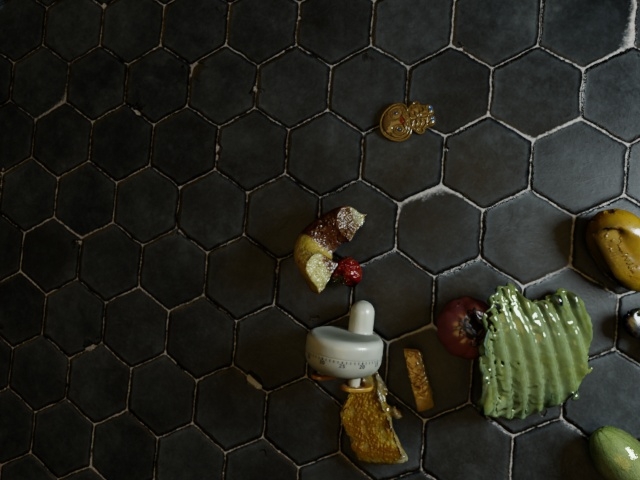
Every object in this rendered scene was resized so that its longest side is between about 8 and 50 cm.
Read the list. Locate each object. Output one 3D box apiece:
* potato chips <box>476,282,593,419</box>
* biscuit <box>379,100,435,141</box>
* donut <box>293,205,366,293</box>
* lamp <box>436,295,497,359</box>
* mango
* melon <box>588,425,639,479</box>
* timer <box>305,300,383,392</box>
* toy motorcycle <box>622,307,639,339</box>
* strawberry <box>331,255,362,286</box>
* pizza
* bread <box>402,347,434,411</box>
[{"bbox_3d":[0.579,0.320,1.333,0.372,0.097,0.390,6,91,-16],"label":"potato chips"},{"bbox_3d":[0.270,-0.379,1.508,0.174,0.026,0.124,-13,85,12],"label":"biscuit"},{"bbox_3d":[0.000,0.000,1.486,0.151,0.112,0.295,18,67,43],"label":"donut"},{"bbox_3d":[0.422,0.253,1.390,0.181,0.140,0.182,1,82,-6],"label":"lamp"},{"bbox_3d":[0.831,0.023,1.298,0.151,0.156,0.249,-29,80,-27],"label":"mango"},{"bbox_3d":[0.805,0.590,1.277,0.139,0.139,0.192,-36,76,9],"label":"melon"},{"bbox_3d":[0.073,0.300,1.415,0.233,0.233,0.240,7,92,13],"label":"timer"},{"bbox_3d":[1.028,0.216,1.250,0.400,0.134,0.207,-25,82,12],"label":"toy motorcycle"},{"bbox_3d":[0.084,0.095,1.493,0.106,0.106,0.106,-1,87,13],"label":"strawberry"},{"bbox_3d":[0.155,0.533,1.466,0.189,0.071,0.297,-21,79,23],"label":"pizza"},{"bbox_3d":[0.290,0.404,1.424,0.065,0.103,0.188,-16,82,12],"label":"bread"}]
